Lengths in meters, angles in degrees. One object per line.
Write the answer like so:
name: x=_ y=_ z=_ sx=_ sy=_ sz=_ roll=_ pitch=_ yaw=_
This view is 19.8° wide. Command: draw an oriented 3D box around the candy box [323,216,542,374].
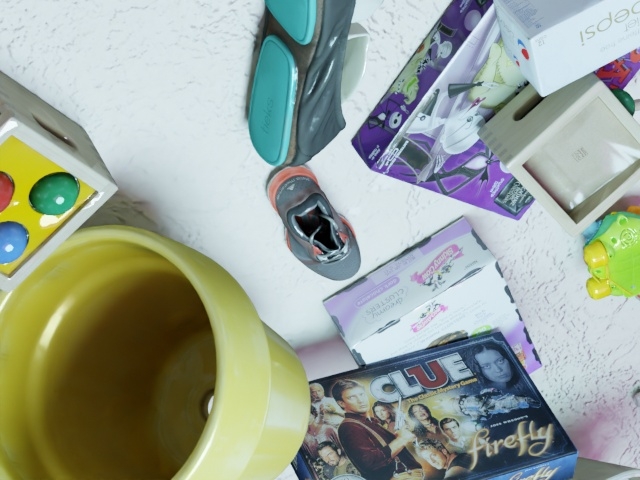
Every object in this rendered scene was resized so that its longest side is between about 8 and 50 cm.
candy box: x=0.114 y=0.094 z=1.813 sx=0.165 sy=0.070 sz=0.196 roll=-31 pitch=139 yaw=-2

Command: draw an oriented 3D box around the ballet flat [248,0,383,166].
ballet flat: x=-0.004 y=-0.177 z=1.478 sx=0.096 sy=0.095 sz=0.280 roll=-24 pitch=149 yaw=-25

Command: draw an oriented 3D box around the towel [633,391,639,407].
towel: x=0.557 y=0.166 z=2.173 sx=0.332 sy=0.053 sz=0.317 roll=-37 pitch=138 yaw=3

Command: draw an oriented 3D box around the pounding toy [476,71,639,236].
pounding toy: x=0.234 y=-0.096 z=1.638 sx=0.141 sy=0.100 sz=0.130 roll=-43 pitch=123 yaw=6

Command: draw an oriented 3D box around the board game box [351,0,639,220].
board game box: x=0.203 y=-0.181 z=1.630 sx=0.208 sy=0.056 sz=0.347 roll=13 pitch=121 yaw=-44

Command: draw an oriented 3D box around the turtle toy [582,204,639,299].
turtle toy: x=0.304 y=0.015 z=1.860 sx=0.095 sy=0.066 sz=0.130 roll=-19 pitch=138 yaw=-7

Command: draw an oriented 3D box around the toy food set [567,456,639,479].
toy food set: x=0.209 y=0.322 z=1.976 sx=0.306 sy=0.220 sz=0.092 roll=-22 pitch=93 yaw=-13

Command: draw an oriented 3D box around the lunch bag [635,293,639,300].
lunch bag: x=0.472 y=-0.003 z=1.919 sx=0.258 sy=0.120 sz=0.293 roll=26 pitch=111 yaw=-40

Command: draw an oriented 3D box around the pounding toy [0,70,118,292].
pounding toy: x=-0.296 y=-0.030 z=1.422 sx=0.206 sy=0.094 sz=0.181 roll=-43 pitch=138 yaw=10

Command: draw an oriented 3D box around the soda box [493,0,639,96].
soda box: x=0.259 y=-0.211 z=1.551 sx=0.216 sy=0.069 sz=0.074 roll=-27 pitch=138 yaw=-6

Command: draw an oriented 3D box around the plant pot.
plant pot: x=-0.133 y=0.133 z=1.585 sx=0.254 sy=0.254 sz=0.239 roll=-43 pitch=153 yaw=11

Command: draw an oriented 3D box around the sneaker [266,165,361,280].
sneaker: x=0.000 y=0.000 z=1.657 sx=0.061 sy=0.065 sz=0.158 roll=-35 pitch=138 yaw=2

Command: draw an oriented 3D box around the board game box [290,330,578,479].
board game box: x=0.093 y=0.181 z=1.706 sx=0.243 sy=0.165 sz=0.042 roll=-14 pitch=137 yaw=-18
